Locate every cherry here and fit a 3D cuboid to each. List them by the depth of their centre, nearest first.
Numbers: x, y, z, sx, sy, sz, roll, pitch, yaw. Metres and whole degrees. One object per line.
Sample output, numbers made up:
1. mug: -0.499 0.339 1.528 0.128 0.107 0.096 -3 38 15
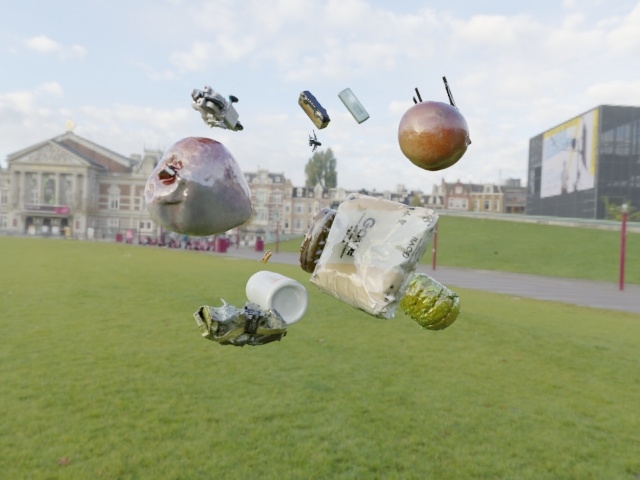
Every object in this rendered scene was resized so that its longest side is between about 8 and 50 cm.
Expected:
1. cherry: -0.392 -0.153 1.546 0.291 0.335 0.326 17 52 43

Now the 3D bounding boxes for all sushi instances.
1. sushi: -0.236 0.231 1.399 0.290 0.131 0.139 6 25 -41

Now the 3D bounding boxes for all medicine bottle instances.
1. medicine bottle: -0.214 0.262 2.279 0.211 0.211 0.371 2 4 -24

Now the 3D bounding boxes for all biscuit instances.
1. biscuit: 0.000 0.000 2.274 0.103 0.332 0.332 22 5 14

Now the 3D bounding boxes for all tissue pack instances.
1. tissue pack: 0.162 0.042 1.560 0.390 0.376 0.195 15 -13 45

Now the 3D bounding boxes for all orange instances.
1. orange: 0.476 0.277 2.177 0.301 0.223 0.300 36 -2 23

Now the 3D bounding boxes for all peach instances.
1. peach: 0.395 -0.360 1.669 0.252 0.253 0.252 2 0 0

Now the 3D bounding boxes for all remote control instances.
1. remote control: 0.108 -0.436 1.555 0.053 0.124 0.018 -37 -1 -17

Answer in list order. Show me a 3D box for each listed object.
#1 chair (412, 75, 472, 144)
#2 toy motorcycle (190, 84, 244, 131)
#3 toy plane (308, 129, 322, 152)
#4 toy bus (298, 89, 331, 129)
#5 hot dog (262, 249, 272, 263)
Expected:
1. chair: 0.494 -0.478 1.948 0.160 0.319 0.186 -18 24 22
2. toy motorcycle: -0.358 -0.436 1.612 0.170 0.110 0.260 20 -5 12
3. toy plane: -0.020 -0.337 1.646 0.031 0.079 0.083 3 -2 24
4. toy bus: -0.028 -0.539 1.990 0.057 0.172 0.072 -26 -19 -34
5. hot dog: -0.264 0.079 2.359 0.021 0.083 0.037 16 28 -38
